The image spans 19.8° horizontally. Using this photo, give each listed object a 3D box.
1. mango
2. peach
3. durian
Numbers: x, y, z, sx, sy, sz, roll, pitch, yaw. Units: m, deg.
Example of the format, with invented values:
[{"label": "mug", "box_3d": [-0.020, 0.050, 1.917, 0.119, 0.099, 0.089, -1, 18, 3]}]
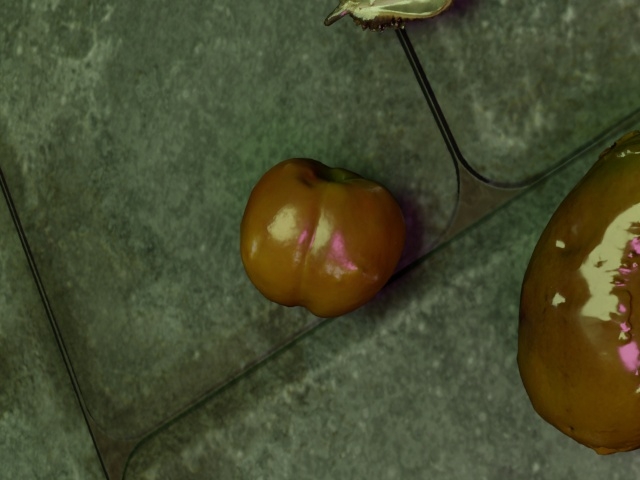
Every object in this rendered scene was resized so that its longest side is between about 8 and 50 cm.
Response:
[{"label": "mango", "box_3d": [0.224, 0.036, 1.339, 0.156, 0.151, 0.249, -122, 47, -64]}, {"label": "peach", "box_3d": [0.000, 0.000, 1.533, 0.138, 0.138, 0.138, 0, 90, 39]}, {"label": "durian", "box_3d": [0.065, -0.218, 1.518, 0.140, 0.071, 0.110, -36, 73, 18]}]
